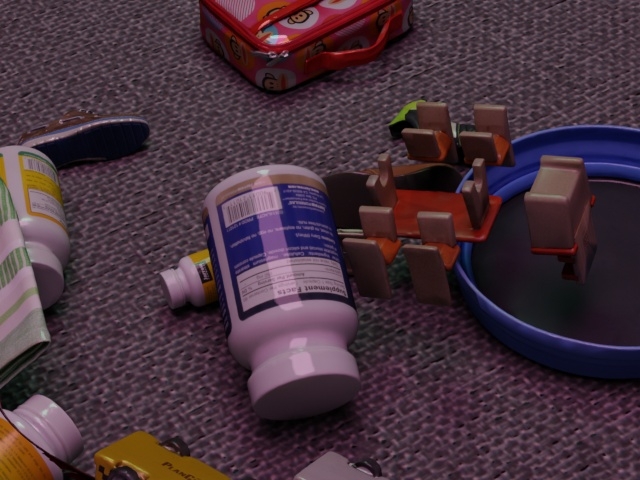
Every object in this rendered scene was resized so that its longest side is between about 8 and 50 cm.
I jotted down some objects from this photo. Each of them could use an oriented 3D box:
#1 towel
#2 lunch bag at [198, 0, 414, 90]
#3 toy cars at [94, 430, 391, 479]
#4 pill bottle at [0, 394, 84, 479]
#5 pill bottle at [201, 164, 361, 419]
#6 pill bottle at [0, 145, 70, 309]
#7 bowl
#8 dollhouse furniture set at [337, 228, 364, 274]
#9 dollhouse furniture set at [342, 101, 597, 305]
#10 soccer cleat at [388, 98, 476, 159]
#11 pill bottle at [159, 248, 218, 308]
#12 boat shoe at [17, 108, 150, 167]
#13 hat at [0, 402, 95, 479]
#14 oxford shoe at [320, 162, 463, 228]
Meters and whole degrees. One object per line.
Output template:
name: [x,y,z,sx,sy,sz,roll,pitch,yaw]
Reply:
towel: [-0.438,0.072,1.730,0.248,0.038,0.325,-38,46,14]
lunch bag: [-0.011,-0.338,2.163,0.293,0.120,0.258,-30,54,-23]
toy cars: [-0.039,0.284,1.501,0.393,0.087,0.176,9,22,-15]
pill bottle: [-0.356,0.260,1.562,0.117,0.117,0.215,29,53,29]
pill bottle: [-0.042,0.060,1.687,0.153,0.153,0.265,-10,64,-6]
pill bottle: [-0.374,-0.012,1.843,0.117,0.118,0.208,-12,45,-9]
bowl: [0.349,0.011,1.804,0.391,0.077,0.391,-2,44,2]
dollhouse furniture set: [0.000,0.000,1.837,0.151,0.076,0.059,2,45,6]
dollhouse furniture set: [0.184,-0.027,1.736,0.259,0.135,0.262,5,44,25]
soccer cleat: [0.169,-0.131,1.981,0.072,0.060,0.179,-42,49,-21]
pill bottle: [-0.135,0.043,1.809,0.116,0.065,0.065,-21,47,-16]
boat shoe: [-0.325,-0.148,2.016,0.183,0.066,0.066,-12,43,-9]
hat: [-0.213,0.272,1.476,0.208,0.184,0.173,-1,50,-5]
oxford shoe: [0.078,-0.061,1.915,0.212,0.076,0.076,-5,14,1]
